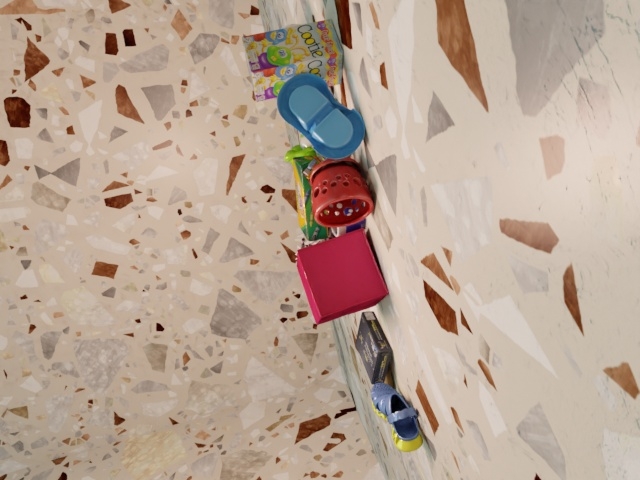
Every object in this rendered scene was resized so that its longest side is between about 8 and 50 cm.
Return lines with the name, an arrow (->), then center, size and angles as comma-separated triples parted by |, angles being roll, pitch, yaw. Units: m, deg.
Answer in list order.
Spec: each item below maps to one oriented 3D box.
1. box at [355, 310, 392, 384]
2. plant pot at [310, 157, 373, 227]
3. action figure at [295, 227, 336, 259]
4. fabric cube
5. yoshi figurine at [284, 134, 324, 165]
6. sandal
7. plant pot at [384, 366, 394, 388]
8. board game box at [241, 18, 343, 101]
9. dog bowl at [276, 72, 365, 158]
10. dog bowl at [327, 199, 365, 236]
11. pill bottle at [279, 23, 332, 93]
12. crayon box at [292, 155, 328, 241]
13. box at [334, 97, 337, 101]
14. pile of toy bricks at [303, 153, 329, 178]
box -> 0.208, 0.426, 2.028 | 0.232, 0.059, 0.183 | -111, 23, -54
plant pot -> 0.057, -0.157, 1.615 | 0.191, 0.191, 0.174 | 88, 168, -64
action figure -> 0.000, 0.000, 2.016 | 0.285, 0.185, 0.099 | -28, -82, -53
fabric cube -> 0.070, 0.137, 1.837 | 0.258, 0.259, 0.254 | 101, 151, -74
yoshi figurine -> -0.041, -0.326, 2.112 | 0.362, 0.203, 0.203 | -108, 0, -54
sandal -> 0.273, 0.603, 1.831 | 0.317, 0.126, 0.138 | -137, 36, -63
plant pot -> 0.264, 0.550, 2.128 | 0.236, 0.033, 0.236 | 166, 90, -85
board game box -> -0.083, -0.549, 1.548 | 0.142, 0.276, 0.144 | 91, 163, -68
dog bowl -> 0.004, -0.361, 1.511 | 0.297, 0.166, 0.074 | 46, -178, 10
dog bowl -> 0.076, -0.150, 1.851 | 0.265, 0.104, 0.264 | 166, 90, -84
pill bottle -> -0.069, -0.611, 1.806 | 0.160, 0.161, 0.282 | 96, 158, -73
crayon box -> -0.037, -0.157, 1.863 | 0.165, 0.081, 0.278 | -123, 26, -64
box -> 0.021, -0.409, 1.830 | 0.232, 0.088, 0.058 | 87, 167, -66
pile of toy bricks -> 0.048, -0.280, 1.696 | 0.105, 0.212, 0.118 | 37, 172, -8
